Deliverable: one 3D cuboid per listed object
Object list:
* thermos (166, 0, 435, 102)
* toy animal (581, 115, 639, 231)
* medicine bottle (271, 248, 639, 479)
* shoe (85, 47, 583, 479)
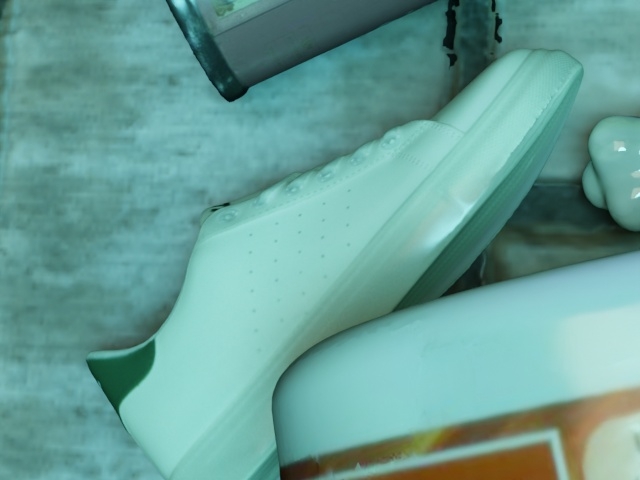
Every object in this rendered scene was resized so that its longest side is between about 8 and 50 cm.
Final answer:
[{"bbox_3d":[0.082,-0.180,0.545,0.330,0.136,0.110,-25,97,6],"label":"thermos"},{"bbox_3d":[0.289,-0.105,0.486,0.363,0.180,0.181,-26,46,47],"label":"toy animal"},{"bbox_3d":[0.123,0.136,0.419,0.252,0.252,0.241,-12,79,9],"label":"medicine bottle"},{"bbox_3d":[0.000,0.000,0.550,0.110,0.095,0.265,39,91,15],"label":"shoe"}]
